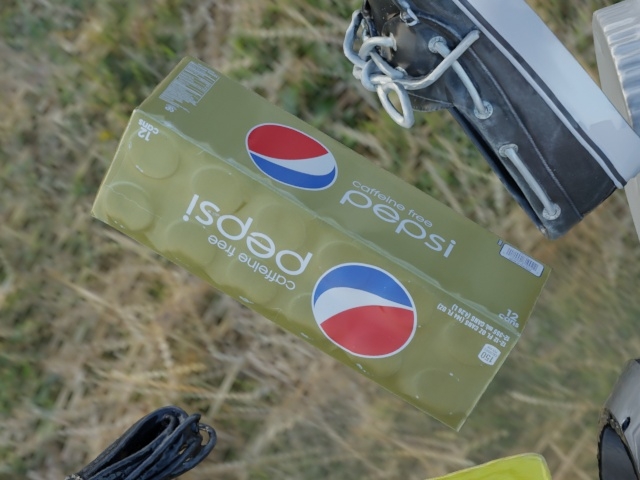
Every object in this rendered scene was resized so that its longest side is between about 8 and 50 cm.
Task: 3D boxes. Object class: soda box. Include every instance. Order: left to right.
[{"bbox_3d":[0.000,0.000,0.830,0.181,0.058,0.061,31,126,3],"label":"soda box"}]

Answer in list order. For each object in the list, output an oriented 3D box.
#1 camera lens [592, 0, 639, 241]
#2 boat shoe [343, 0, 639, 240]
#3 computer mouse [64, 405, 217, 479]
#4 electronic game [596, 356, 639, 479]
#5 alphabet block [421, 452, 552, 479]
[{"bbox_3d":[0.344,-0.095,1.374,0.274,0.219,0.219,-14,67,4],"label":"camera lens"},{"bbox_3d":[0.072,-0.120,1.217,0.105,0.306,0.113,-44,28,4],"label":"boat shoe"},{"bbox_3d":[-0.056,0.175,0.961,0.184,0.060,0.262,-31,50,-31],"label":"computer mouse"},{"bbox_3d":[0.176,0.168,0.953,0.048,0.229,0.229,-11,68,-1],"label":"electronic game"},{"bbox_3d":[0.081,0.270,1.353,0.193,0.197,0.192,-17,74,-2],"label":"alphabet block"}]
